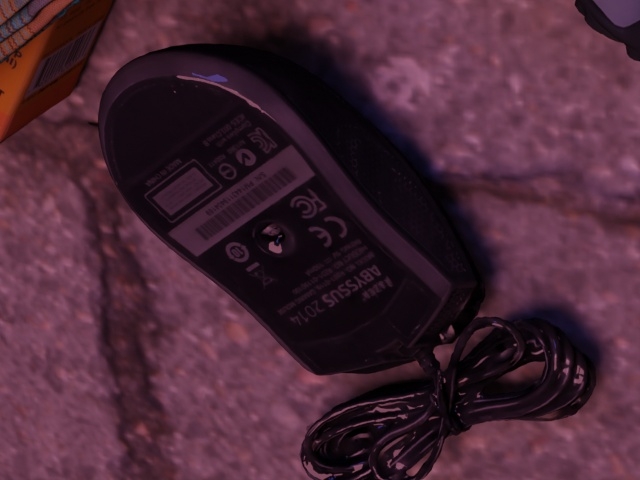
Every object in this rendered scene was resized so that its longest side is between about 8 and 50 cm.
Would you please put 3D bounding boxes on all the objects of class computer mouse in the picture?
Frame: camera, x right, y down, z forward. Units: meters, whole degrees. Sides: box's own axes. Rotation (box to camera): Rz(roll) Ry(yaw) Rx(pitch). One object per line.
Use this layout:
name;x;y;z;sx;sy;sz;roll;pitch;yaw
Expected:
computer mouse;0.000;0.000;0.874;0.188;0.072;0.272;-27;113;37

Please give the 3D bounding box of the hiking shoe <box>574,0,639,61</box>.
hiking shoe;0.141;-0.141;0.645;0.304;0.113;0.132;23;122;35

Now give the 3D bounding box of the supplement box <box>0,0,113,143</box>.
supplement box;-0.133;-0.161;0.851;0.078;0.080;0.233;37;127;6

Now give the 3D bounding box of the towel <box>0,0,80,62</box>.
towel;-0.198;-0.204;0.815;0.370;0.040;0.272;-26;80;48
